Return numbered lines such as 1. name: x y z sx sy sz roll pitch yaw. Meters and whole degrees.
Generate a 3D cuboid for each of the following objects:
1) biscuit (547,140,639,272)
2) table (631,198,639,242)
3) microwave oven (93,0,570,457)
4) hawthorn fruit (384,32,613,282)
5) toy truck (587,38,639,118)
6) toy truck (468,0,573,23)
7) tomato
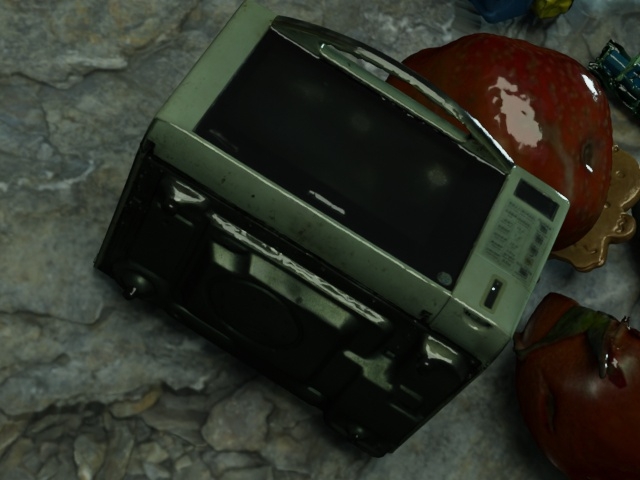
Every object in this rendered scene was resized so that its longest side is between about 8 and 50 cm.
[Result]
1. biscuit: 0.333 -0.043 1.708 0.133 0.027 0.184 32 73 36
2. table: 0.467 0.045 1.698 0.126 0.126 0.220 -1 65 -20
3. microwave oven: 0.000 0.000 1.433 0.394 0.333 0.247 32 55 -1
4. hawthorn fruit: 0.206 -0.094 1.601 0.275 0.275 0.299 -8 78 -23
5. toy truck: 0.429 -0.205 1.835 0.154 0.078 0.080 39 60 1
6. toy truck: 0.362 -0.422 1.806 0.385 0.162 0.161 -20 62 0
7. tomato: 0.334 0.204 1.537 0.309 0.309 0.170 41 89 3
